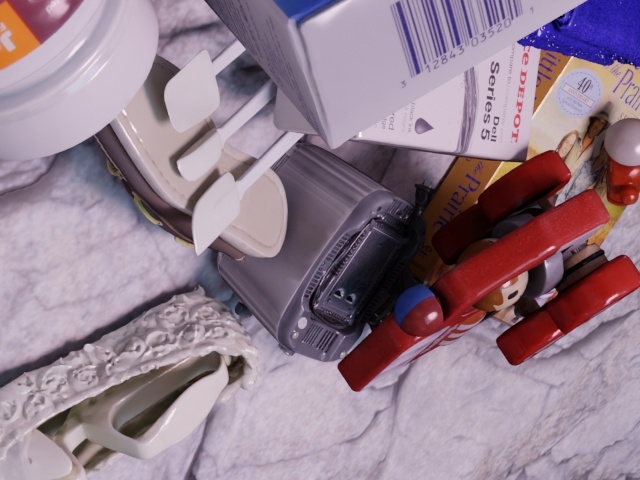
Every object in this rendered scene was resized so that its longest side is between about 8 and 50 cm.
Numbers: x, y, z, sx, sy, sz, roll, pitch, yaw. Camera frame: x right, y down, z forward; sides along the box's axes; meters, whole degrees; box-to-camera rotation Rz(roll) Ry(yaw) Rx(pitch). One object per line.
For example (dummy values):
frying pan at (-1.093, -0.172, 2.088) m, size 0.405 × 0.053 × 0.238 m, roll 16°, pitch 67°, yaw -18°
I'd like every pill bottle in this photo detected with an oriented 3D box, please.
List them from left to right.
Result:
pill bottle at (-0.277, -0.239, 1.192) m, size 0.224 × 0.224 × 0.392 m, roll -46°, pitch 142°, yaw -10°

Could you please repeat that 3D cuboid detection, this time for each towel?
towel at (0.276, -0.338, 1.723) m, size 0.228 × 0.076 × 0.308 m, roll 4°, pitch 88°, yaw -48°

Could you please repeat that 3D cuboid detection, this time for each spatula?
spatula at (-0.073, -0.115, 1.571) m, size 0.242 × 0.019 × 0.168 m, roll -49°, pitch 132°, yaw -51°

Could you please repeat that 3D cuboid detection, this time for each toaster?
toaster at (0.000, 0.000, 1.746) m, size 0.227 × 0.146 × 0.129 m, roll -57°, pitch 144°, yaw 6°

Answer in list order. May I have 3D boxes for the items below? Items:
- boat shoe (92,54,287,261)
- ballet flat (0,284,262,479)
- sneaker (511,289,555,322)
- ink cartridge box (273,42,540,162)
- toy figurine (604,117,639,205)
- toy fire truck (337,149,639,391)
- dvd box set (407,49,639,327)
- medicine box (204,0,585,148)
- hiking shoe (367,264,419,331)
boat shoe at (-0.140, -0.072, 1.570) m, size 0.324 × 0.097 × 0.116 m, roll 42°, pitch 53°, yaw -56°
ballet flat at (-0.228, 0.181, 1.662) m, size 0.409 × 0.147 × 0.147 m, roll -33°, pitch 139°, yaw -24°
sneaker at (0.245, 0.068, 2.053) m, size 0.098 × 0.038 × 0.069 m, roll 24°, pitch 100°, yaw -53°
ink cartridge box at (0.095, -0.188, 1.677) m, size 0.273 × 0.115 × 0.198 m, roll 4°, pitch 94°, yaw -48°
toy figurine at (0.451, -0.096, 1.994) m, size 0.213 × 0.209 × 0.148 m, roll -40°, pitch 158°, yaw -15°
toy fire truck at (0.163, 0.053, 1.759) m, size 0.254 × 0.169 × 0.302 m, roll -29°, pitch 172°, yaw -26°
dvd box set at (0.291, -0.097, 2.052) m, size 0.420 × 0.062 × 0.307 m, roll -57°, pitch 144°, yaw 5°
medicine box at (0.037, -0.262, 1.417) m, size 0.263 × 0.289 × 0.149 m, roll -31°, pitch 139°, yaw -8°
hiking shoe at (0.049, 0.055, 1.910) m, size 0.114 × 0.086 × 0.227 m, roll -24°, pitch 125°, yaw -24°
